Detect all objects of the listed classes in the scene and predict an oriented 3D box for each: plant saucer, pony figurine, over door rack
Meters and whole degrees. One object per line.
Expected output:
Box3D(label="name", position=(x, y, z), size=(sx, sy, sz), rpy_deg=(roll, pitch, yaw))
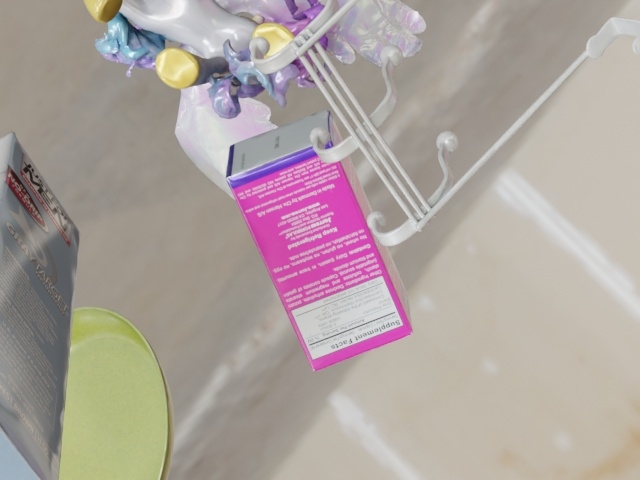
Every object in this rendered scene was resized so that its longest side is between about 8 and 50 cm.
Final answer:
Box3D(label="plant saucer", position=(-0.206, 0.179, 1.537), size=(0.037, 0.241, 0.241), rpy_deg=(17, 120, -46))
Box3D(label="pony figurine", position=(-0.097, -0.218, 1.886), size=(0.302, 0.351, 0.363), rpy_deg=(-54, -178, 6))
Box3D(label="over door rack", position=(0.117, -0.182, 1.580), size=(0.324, 0.108, 0.239), rpy_deg=(-39, 122, -5))

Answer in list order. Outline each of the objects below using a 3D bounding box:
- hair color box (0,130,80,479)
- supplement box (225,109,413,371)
Box3D(label="hair color box", position=(-0.286, 0.080, 1.270), size=(0.185, 0.113, 0.374), rpy_deg=(-26, -152, 9))
Box3D(label="supplement box", position=(0.000, 0.000, 1.723), size=(0.114, 0.220, 0.111), rpy_deg=(-20, -161, 6))
